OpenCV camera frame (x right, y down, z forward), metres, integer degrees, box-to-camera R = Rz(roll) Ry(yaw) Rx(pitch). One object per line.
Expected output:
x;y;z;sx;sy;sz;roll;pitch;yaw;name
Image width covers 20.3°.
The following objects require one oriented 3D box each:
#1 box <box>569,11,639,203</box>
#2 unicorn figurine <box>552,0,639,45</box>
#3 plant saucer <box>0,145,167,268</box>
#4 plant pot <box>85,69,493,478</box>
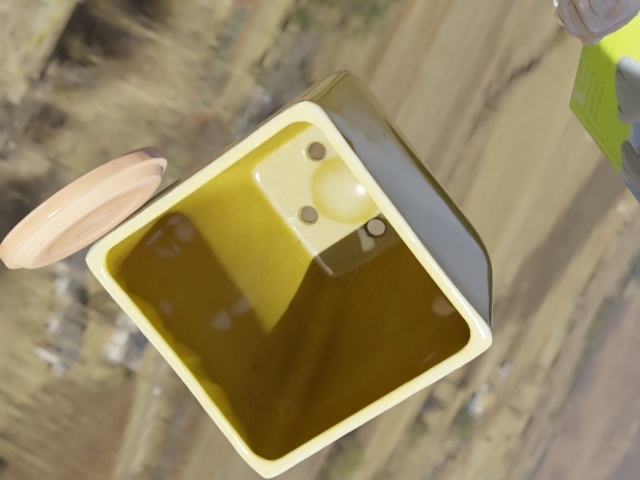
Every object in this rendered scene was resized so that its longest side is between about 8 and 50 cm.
0.184;-0.039;0.834;0.042;0.178;0.109;-21;148;-16;box
0.088;-0.094;0.454;0.060;0.162;0.111;-22;118;-17;unicorn figurine
-0.101;-0.012;0.775;0.083;0.013;0.083;-33;174;-4;plant saucer
0.000;0.000;0.504;0.081;0.081;0.083;-33;-169;24;plant pot
